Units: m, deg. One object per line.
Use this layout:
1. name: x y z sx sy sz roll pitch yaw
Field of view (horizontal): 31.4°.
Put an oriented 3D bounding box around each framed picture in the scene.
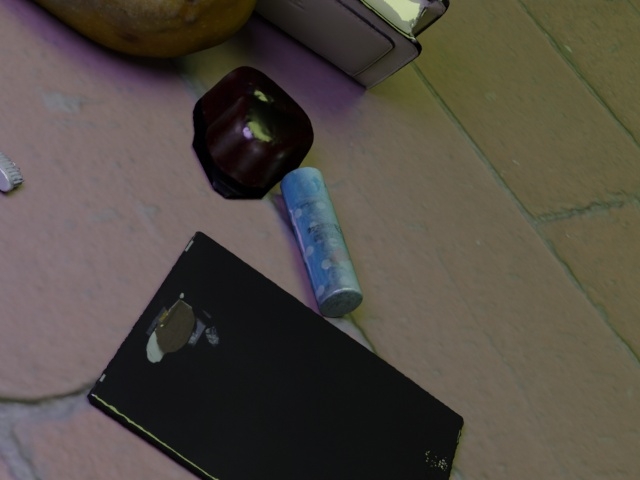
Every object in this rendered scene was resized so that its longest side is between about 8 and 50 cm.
1. framed picture: -0.021 0.150 1.008 0.324 0.013 0.244 36 37 -7

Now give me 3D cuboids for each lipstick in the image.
1. lipstick: 0.000 0.000 1.147 0.048 0.048 0.157 10 47 -35

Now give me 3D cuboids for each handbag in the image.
1. handbag: -0.027 -0.343 1.319 0.359 0.237 0.160 34 72 -11

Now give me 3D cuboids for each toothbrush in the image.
1. toothbrush: -0.360 -0.149 1.000 0.286 0.020 0.025 47 29 6

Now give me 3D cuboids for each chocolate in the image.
1. chocolate: -0.060 -0.112 1.180 0.125 0.080 0.148 21 40 -24

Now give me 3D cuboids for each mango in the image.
1. mango: -0.222 -0.299 1.162 0.330 0.175 0.176 23 34 4
